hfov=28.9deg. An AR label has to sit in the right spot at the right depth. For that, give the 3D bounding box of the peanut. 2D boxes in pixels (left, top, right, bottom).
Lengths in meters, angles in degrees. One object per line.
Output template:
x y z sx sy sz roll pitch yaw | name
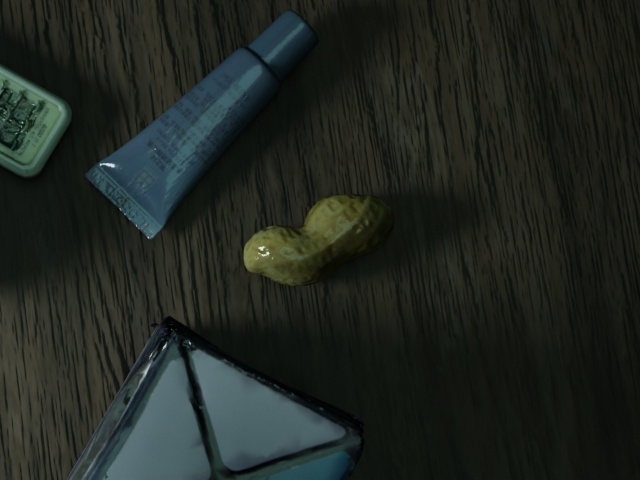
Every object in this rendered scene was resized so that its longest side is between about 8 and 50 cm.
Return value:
0.000 0.000 1.803 0.229 0.098 0.103 -26 46 -13 | peanut

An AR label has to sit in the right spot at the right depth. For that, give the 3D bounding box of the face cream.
-0.158 -0.182 1.810 0.135 0.086 0.385 44 83 2 | face cream

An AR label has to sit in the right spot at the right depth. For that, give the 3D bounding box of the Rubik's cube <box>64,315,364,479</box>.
-0.151 0.297 1.628 0.307 0.305 0.310 29 78 -5 | Rubik's cube

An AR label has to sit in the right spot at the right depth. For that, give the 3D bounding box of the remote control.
-0.522 -0.214 1.760 0.335 0.065 0.128 30 76 -4 | remote control
